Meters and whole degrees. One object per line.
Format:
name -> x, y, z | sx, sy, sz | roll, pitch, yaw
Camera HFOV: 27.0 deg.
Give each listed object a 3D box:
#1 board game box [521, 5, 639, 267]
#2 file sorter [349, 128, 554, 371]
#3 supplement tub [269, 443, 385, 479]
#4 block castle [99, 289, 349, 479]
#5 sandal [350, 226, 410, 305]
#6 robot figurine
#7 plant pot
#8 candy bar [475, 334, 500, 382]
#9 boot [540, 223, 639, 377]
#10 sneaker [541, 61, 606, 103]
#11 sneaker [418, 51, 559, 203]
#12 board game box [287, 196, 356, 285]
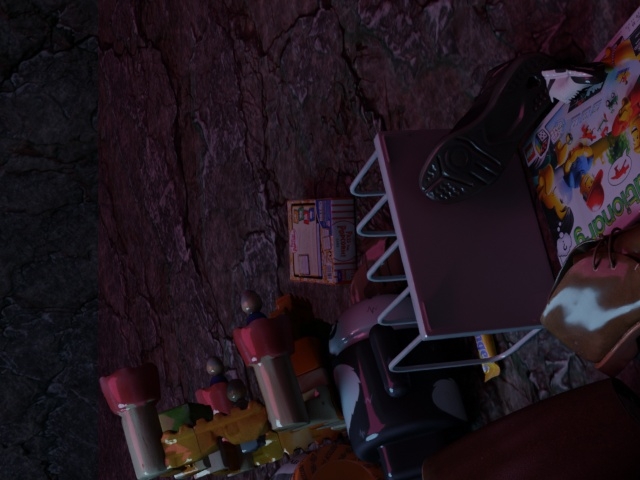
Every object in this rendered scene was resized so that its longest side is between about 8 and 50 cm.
board game box -> 0.341, -0.108, 1.497 | 0.305, 0.053, 0.193 | 124, 138, -54
file sorter -> 0.164, 0.014, 1.746 | 0.173, 0.193, 0.278 | 128, 134, -60
supplement tub -> -0.017, 0.474, 2.172 | 0.338, 0.207, 0.207 | 121, 140, -51
block castle -> -0.111, 0.223, 2.044 | 0.453, 0.303, 0.213 | 29, -138, -71
sandal -> 0.098, 0.037, 2.016 | 0.303, 0.086, 0.120 | 122, 139, -52
robot figurine -> 0.107, 0.213, 1.906 | 0.209, 0.173, 0.278 | -41, 54, 45
plant pot -> 0.270, 0.264, 1.492 | 0.230, 0.215, 0.215 | -41, 47, 18
candy bar -> 0.219, 0.115, 1.839 | 0.040, 0.018, 0.161 | 131, 130, -57
boot -> 0.332, 0.026, 1.423 | 0.112, 0.115, 0.305 | -55, -7, -45
sneaker -> 0.290, -0.177, 1.505 | 0.109, 0.040, 0.044 | -165, 62, -71
sneaker -> 0.213, -0.142, 1.668 | 0.227, 0.087, 0.130 | -53, 1, 13
board game box -> 0.000, 0.000, 2.285 | 0.193, 0.045, 0.147 | -177, 85, -66
